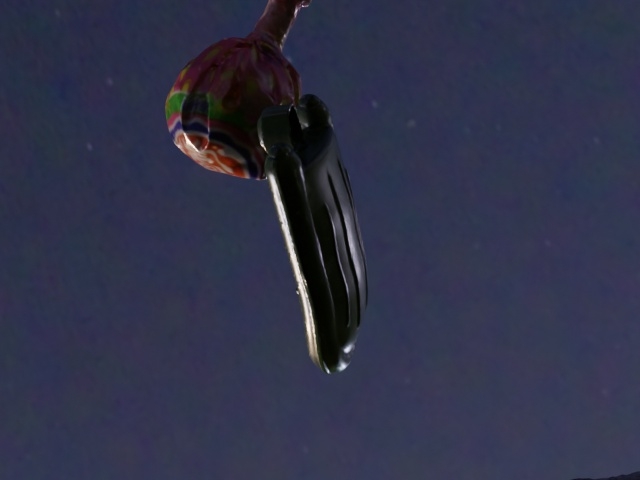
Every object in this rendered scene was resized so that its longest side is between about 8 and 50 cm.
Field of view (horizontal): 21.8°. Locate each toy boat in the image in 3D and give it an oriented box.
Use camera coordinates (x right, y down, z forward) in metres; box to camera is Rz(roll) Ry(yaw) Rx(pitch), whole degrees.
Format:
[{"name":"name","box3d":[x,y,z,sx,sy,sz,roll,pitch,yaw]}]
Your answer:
[{"name":"toy boat","box3d":[0.000,0.000,1.164,0.052,0.104,0.210,-3,-59,16]}]

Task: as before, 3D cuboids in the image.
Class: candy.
[{"name":"candy","box3d":[-0.022,-0.225,1.526,0.124,0.124,0.365,41,-108,-47]}]

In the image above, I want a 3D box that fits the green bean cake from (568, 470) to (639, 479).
[{"name":"green bean cake","box3d":[0.106,0.179,0.780,0.233,0.198,0.097,8,-14,-6]}]
